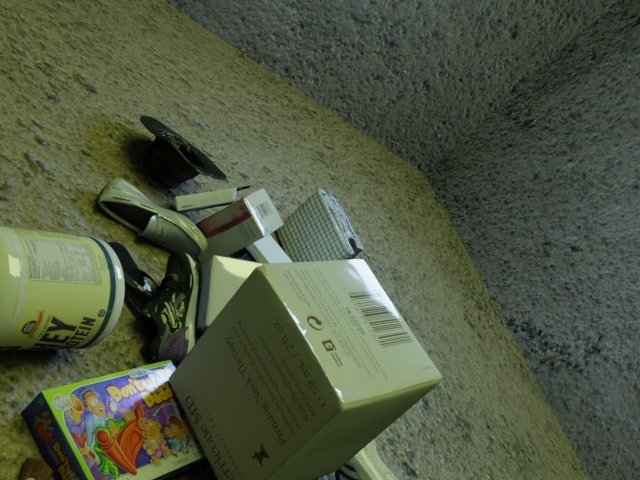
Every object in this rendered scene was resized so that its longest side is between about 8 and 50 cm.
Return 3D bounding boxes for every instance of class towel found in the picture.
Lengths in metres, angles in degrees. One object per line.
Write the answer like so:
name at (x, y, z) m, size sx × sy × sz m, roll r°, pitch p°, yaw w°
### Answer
towel at (0.000, 0.000, 2.481) m, size 0.121 × 0.235 × 0.283 m, roll 24°, pitch 32°, yaw -52°

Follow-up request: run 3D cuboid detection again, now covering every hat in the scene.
hat at (-0.455, -0.243, 2.227) m, size 0.331 × 0.134 × 0.331 m, roll 39°, pitch 6°, yaw -5°

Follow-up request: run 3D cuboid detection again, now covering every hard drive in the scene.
hard drive at (-0.125, 0.088, 2.256) m, size 0.307 × 0.040 × 0.203 m, roll 50°, pitch 13°, yaw 22°

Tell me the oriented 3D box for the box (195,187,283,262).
box at (-0.251, -0.037, 2.091) m, size 0.126 × 0.232 × 0.148 m, roll 62°, pitch 24°, yaw -6°

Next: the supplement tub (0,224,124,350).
supplement tub at (-0.571, 0.093, 1.385) m, size 0.325 × 0.235 × 0.235 m, roll 9°, pitch 43°, yaw -54°

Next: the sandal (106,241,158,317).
sandal at (-0.456, 0.101, 1.784) m, size 0.254 × 0.054 × 0.097 m, roll 52°, pitch 24°, yaw 11°

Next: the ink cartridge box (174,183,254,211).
ink cartridge box at (-0.307, -0.120, 2.101) m, size 0.223 × 0.224 × 0.045 m, roll -173°, pitch -108°, yaw -81°

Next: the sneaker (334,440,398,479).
sneaker at (0.072, 0.562, 1.812) m, size 0.131 × 0.148 × 0.349 m, roll -18°, pitch 77°, yaw -60°

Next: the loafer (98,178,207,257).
loafer at (-0.455, -0.043, 1.957) m, size 0.320 × 0.112 × 0.111 m, roll 32°, pitch 32°, yaw -14°

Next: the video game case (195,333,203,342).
video game case at (-0.212, 0.267, 1.842) m, size 0.184 × 0.023 × 0.201 m, roll 15°, pitch 4°, yaw 34°

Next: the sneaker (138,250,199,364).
sneaker at (-0.365, 0.151, 1.717) m, size 0.124 × 0.107 × 0.283 m, roll 13°, pitch 61°, yaw -36°

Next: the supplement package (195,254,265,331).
supplement package at (-0.168, 0.155, 1.813) m, size 0.293 × 0.178 × 0.175 m, roll 11°, pitch 74°, yaw -26°

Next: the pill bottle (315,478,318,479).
pill bottle at (-0.071, 0.587, 1.582) m, size 0.123 × 0.123 × 0.219 m, roll 40°, pitch 25°, yaw -16°

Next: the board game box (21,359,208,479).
board game box at (-0.382, 0.382, 1.441) m, size 0.233 × 0.078 × 0.347 m, roll 54°, pitch 25°, yaw 17°

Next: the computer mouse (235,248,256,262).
computer mouse at (-0.208, 0.107, 2.182) m, size 0.188 × 0.072 × 0.272 m, roll 45°, pitch 11°, yaw 2°

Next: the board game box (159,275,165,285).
board game box at (-0.357, 0.164, 1.881) m, size 0.168 × 0.033 × 0.133 m, roll 46°, pitch 28°, yaw 1°

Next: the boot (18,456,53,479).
boot at (-0.480, 0.438, 1.252) m, size 0.106 × 0.037 × 0.114 m, roll 41°, pitch 20°, yaw -18°

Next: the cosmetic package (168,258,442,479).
cosmetic package at (-0.039, 0.287, 1.508) m, size 0.328 × 0.393 × 0.329 m, roll -2°, pitch 50°, yaw -48°
